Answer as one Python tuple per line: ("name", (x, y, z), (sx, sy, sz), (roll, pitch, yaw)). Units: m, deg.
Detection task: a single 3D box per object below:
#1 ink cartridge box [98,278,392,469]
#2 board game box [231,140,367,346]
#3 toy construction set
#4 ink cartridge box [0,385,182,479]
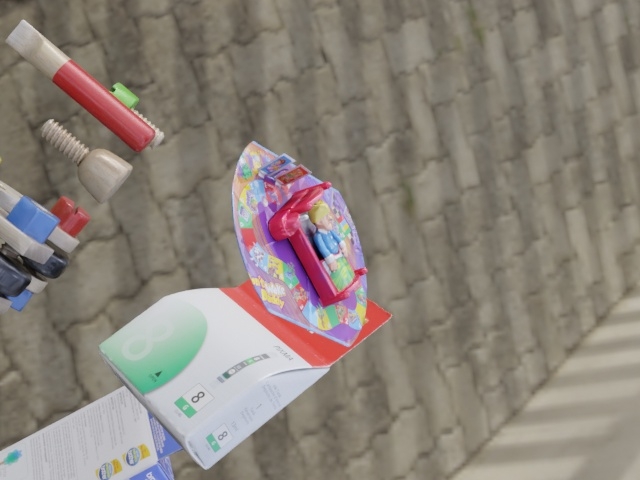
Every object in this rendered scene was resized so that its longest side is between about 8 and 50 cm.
("ink cartridge box", (-0.074, 0.088, 1.290), (0.225, 0.181, 0.056), (-39, 130, -14))
("board game box", (0.000, 0.000, 1.003), (0.169, 0.033, 0.133), (28, 50, -49))
("toy construction set", (-0.306, -0.064, 1.161), (0.237, 0.309, 0.257), (41, 26, -3))
("ink cartridge box", (-0.291, 0.284, 1.694), (0.065, 0.311, 0.186), (59, 2, -31))
